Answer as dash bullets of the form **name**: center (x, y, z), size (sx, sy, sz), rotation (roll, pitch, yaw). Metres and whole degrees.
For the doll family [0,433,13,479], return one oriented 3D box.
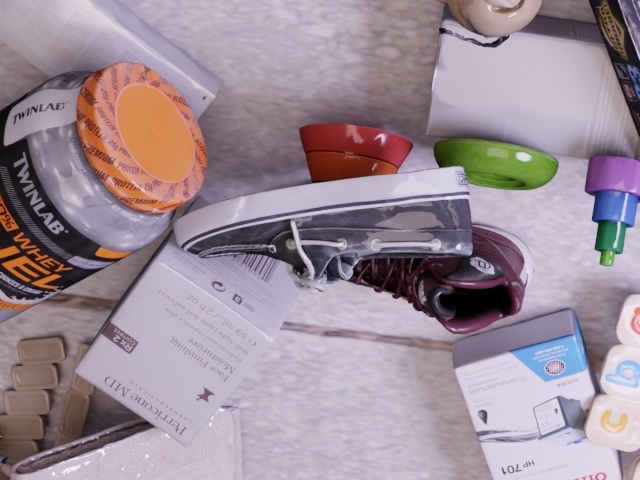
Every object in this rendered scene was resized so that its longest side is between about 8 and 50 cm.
- **doll family**: center (-0.420, 0.289, 1.887), size (0.263, 0.163, 0.118), rotation (-17, 129, 20)

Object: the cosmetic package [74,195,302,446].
- **cosmetic package**: center (-0.137, 0.086, 1.781), size (0.151, 0.151, 0.183), rotation (35, 120, -5)

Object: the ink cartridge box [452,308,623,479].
- **ink cartridge box**: center (0.240, 0.189, 1.833), size (0.140, 0.082, 0.190), rotation (-17, 107, 11)

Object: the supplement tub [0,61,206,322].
- **supplement tub**: center (-0.278, -0.048, 1.698), size (0.316, 0.193, 0.193), rotation (-27, 106, 34)

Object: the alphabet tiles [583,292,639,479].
- **alphabet tiles**: center (0.430, 0.165, 1.798), size (0.278, 0.021, 0.284), rotation (13, 100, -12)

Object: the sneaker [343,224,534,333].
- **sneaker**: center (0.086, 0.024, 1.744), size (0.281, 0.162, 0.106), rotation (9, 111, 2)

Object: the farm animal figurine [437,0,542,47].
- **farm animal figurine**: center (0.207, -0.328, 1.560), size (0.172, 0.330, 0.326), rotation (17, 105, -45)

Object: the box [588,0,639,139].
- **box**: center (0.438, -0.178, 1.622), size (0.293, 0.073, 0.295), rotation (-29, 108, -13)

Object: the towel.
- **towel**: center (-0.205, 0.291, 1.849), size (0.282, 0.049, 0.187), rotation (-18, 116, -32)

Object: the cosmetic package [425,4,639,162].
- **cosmetic package**: center (0.231, -0.159, 1.696), size (0.238, 0.107, 0.127), rotation (11, 111, 5)

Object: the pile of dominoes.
- **pile of dominoes**: center (-0.279, 0.230, 1.929), size (0.196, 0.040, 0.251), rotation (20, 107, 12)

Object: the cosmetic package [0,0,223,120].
- **cosmetic package**: center (-0.227, -0.197, 1.750), size (0.239, 0.060, 0.099), rotation (38, 113, -8)

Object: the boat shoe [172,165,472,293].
- **boat shoe**: center (0.002, 0.000, 1.645), size (0.306, 0.113, 0.105), rotation (-8, 85, 13)

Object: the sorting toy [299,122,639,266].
- **sorting toy**: center (0.145, -0.034, 1.687), size (0.366, 0.127, 0.126), rotation (8, 82, 17)
